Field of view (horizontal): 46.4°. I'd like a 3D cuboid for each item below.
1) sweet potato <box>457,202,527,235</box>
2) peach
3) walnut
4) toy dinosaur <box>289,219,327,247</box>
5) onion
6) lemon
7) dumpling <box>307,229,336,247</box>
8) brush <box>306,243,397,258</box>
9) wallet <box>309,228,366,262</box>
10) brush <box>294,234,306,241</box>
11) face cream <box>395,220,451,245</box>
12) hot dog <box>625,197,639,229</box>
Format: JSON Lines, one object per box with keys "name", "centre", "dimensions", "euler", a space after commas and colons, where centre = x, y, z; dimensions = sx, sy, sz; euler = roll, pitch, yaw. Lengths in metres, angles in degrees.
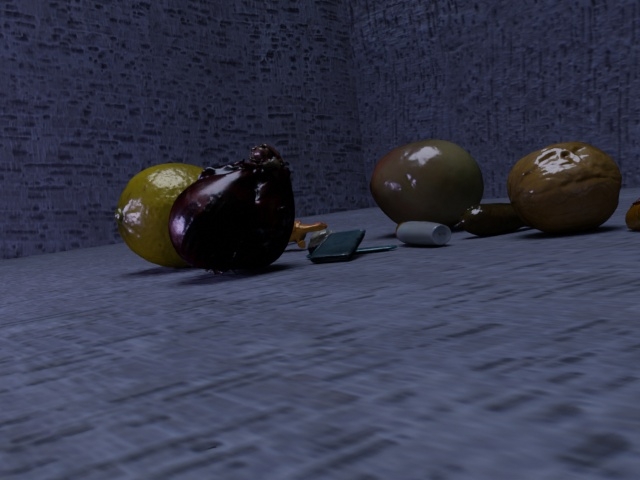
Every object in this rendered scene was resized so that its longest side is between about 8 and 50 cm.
{"name": "sweet potato", "centre": [0.428, -0.053, 1.685], "dimensions": [0.273, 0.075, 0.075], "euler": [-6, 3, -30]}
{"name": "peach", "centre": [0.272, -0.146, 1.956], "dimensions": [0.292, 0.247, 0.292], "euler": [16, 7, -2]}
{"name": "walnut", "centre": [0.488, -0.104, 1.509], "dimensions": [0.222, 0.195, 0.195], "euler": [-14, 5, -8]}
{"name": "toy dinosaur", "centre": [-0.119, -0.005, 1.873], "dimensions": [0.288, 0.070, 0.117], "euler": [-15, 11, 11]}
{"name": "onion", "centre": [-0.176, -0.042, 1.446], "dimensions": [0.221, 0.281, 0.281], "euler": [41, 27, 23]}
{"name": "lemon", "centre": [-0.321, -0.057, 1.736], "dimensions": [0.320, 0.245, 0.245], "euler": [-1, 1, -32]}
{"name": "dumpling", "centre": [0.000, -0.001, 1.856], "dimensions": [0.077, 0.043, 0.059], "euler": [-2, 27, 15]}
{"name": "brush", "centre": [0.064, 0.014, 1.578], "dimensions": [0.193, 0.032, 0.043], "euler": [-8, 4, 5]}
{"name": "wallet", "centre": [0.036, 0.014, 1.507], "dimensions": [0.088, 0.026, 0.129], "euler": [-5, 22, 22]}
{"name": "brush", "centre": [-0.116, 0.001, 2.034], "dimensions": [0.042, 0.039, 0.299], "euler": [-4, 6, 26]}
{"name": "face cream", "centre": [0.217, -0.015, 1.598], "dimensions": [0.072, 0.051, 0.182], "euler": [-9, 6, -18]}
{"name": "hot dog", "centre": [0.635, -0.056, 1.311], "dimensions": [0.102, 0.076, 0.249], "euler": [-4, 2, -14]}
